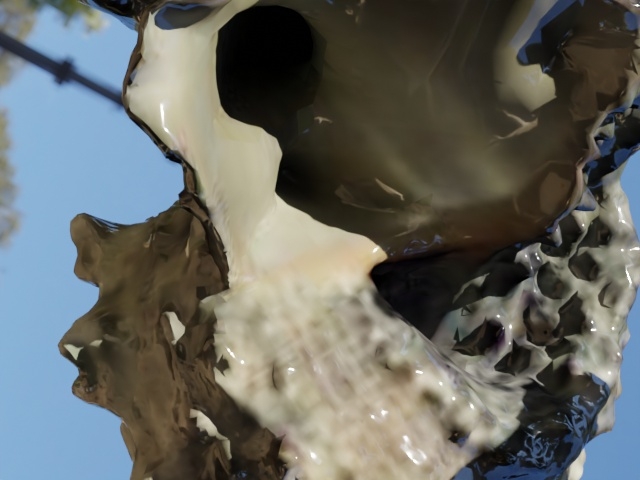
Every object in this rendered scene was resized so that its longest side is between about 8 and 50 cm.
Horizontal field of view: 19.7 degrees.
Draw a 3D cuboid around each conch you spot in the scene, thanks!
[{"bbox_3d":[0.002,0.007,0.589,0.186,0.313,0.240,15,-144,28],"label":"conch"}]
